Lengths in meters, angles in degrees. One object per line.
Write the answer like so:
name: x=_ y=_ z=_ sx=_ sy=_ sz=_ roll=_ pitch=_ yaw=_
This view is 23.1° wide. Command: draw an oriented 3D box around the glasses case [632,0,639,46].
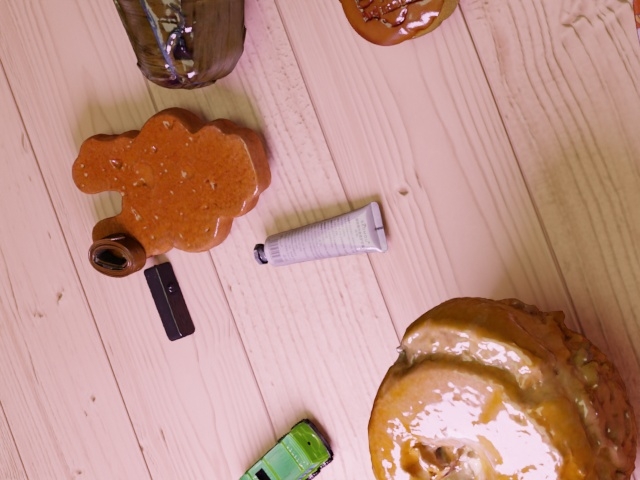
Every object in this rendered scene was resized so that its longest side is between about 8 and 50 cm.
glasses case: x=0.376 y=-0.294 z=1.692 sx=0.067 sy=0.103 sz=0.267 roll=-3 pitch=97 yaw=36

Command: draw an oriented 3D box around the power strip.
power strip: x=-0.212 y=0.085 z=2.206 sx=0.029 sy=0.038 sz=0.111 roll=-22 pitch=88 yaw=34

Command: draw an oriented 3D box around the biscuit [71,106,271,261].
biscuit: x=-0.204 y=-0.077 z=2.158 sx=0.333 sy=0.047 sz=0.202 roll=-15 pitch=97 yaw=38

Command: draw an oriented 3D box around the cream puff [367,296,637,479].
cream puff: x=0.216 y=0.216 z=1.831 sx=0.327 sy=0.231 sz=0.343 roll=-9 pitch=102 yaw=40

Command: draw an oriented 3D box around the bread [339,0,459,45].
bread: x=0.089 y=-0.300 z=1.892 sx=0.156 sy=0.086 sz=0.125 roll=38 pitch=120 yaw=23

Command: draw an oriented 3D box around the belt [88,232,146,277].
belt: x=-0.287 y=0.021 z=2.197 sx=0.083 sy=0.036 sz=0.059 roll=9 pitch=111 yaw=30

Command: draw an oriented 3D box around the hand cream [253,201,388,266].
hand cream: x=0.000 y=0.000 z=2.048 sx=0.194 sy=0.042 sz=0.067 roll=-12 pitch=85 yaw=30

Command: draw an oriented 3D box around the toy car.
toy car: x=-0.055 y=0.314 z=2.135 sx=0.165 sy=0.062 sz=0.071 roll=-45 pitch=75 yaw=32

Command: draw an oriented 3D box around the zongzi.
zongzi: x=-0.264 y=-0.366 z=2.067 sx=0.360 sy=0.160 sz=0.323 roll=8 pitch=103 yaw=32
